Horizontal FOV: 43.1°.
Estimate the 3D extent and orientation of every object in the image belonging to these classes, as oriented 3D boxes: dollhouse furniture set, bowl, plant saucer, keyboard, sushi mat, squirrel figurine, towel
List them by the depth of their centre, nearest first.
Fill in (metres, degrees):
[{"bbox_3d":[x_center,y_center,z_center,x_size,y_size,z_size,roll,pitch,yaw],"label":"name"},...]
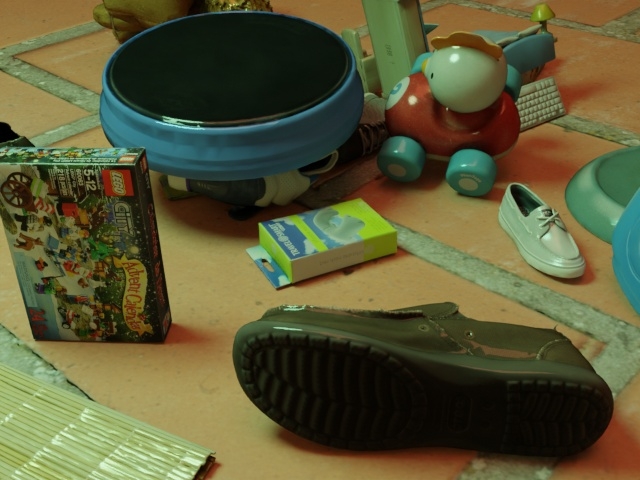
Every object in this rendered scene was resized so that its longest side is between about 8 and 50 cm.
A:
[{"bbox_3d":[-0.271,0.207,0.795,0.316,0.019,0.151,15,35,25],"label":"sushi mat"},{"bbox_3d":[0.518,-0.066,1.166,0.317,0.044,0.317,-1,32,0],"label":"plant saucer"},{"bbox_3d":[-0.130,-0.230,1.186,0.391,0.077,0.391,-1,39,1],"label":"bowl"},{"bbox_3d":[-0.218,-0.087,1.265,0.060,0.009,0.083,-14,34,-17],"label":"towel"},{"bbox_3d":[0.327,-0.220,1.397,0.256,0.072,0.014,-22,10,-29],"label":"keyboard"},{"bbox_3d":[0.227,-0.398,1.477,0.303,0.198,0.286,-24,27,-18],"label":"dollhouse furniture set"},{"bbox_3d":[-0.284,-0.526,1.690,0.397,0.281,0.370,2,20,-12],"label":"squirrel figurine"}]

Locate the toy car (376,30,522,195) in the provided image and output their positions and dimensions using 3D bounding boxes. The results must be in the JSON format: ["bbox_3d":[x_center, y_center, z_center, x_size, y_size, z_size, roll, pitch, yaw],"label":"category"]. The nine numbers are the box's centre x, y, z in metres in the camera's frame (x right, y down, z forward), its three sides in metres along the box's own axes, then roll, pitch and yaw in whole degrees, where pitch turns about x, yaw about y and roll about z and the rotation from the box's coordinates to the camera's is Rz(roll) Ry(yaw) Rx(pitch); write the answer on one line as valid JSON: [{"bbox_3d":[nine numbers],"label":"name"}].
[{"bbox_3d":[0.192,-0.229,1.190,0.210,0.238,0.219,13,60,17],"label":"toy car"}]

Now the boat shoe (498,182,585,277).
[{"bbox_3d":[0.295,-0.018,1.080,0.066,0.063,0.184,-6,32,-7],"label":"boat shoe"}]

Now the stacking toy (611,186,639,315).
[{"bbox_3d":[0.522,0.010,0.968,0.302,0.166,0.175,0,46,-17],"label":"stacking toy"}]

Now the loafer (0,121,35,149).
[{"bbox_3d":[-0.540,-0.169,1.345,0.220,0.078,0.080,19,38,30],"label":"loafer"}]

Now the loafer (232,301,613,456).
[{"bbox_3d":[0.095,0.130,0.814,0.366,0.134,0.130,10,29,0],"label":"loafer"}]

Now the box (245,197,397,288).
[{"bbox_3d":[0.000,0.000,1.087,0.178,0.042,0.109,-15,34,-22],"label":"box"}]

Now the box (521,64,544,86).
[{"bbox_3d":[0.366,-0.316,1.549,0.067,0.063,0.324,12,35,25],"label":"box"}]

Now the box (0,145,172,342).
[{"bbox_3d":[-0.262,0.009,0.906,0.159,0.233,0.044,1,31,5],"label":"box"}]

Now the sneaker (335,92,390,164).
[{"bbox_3d":[0.103,-0.183,1.335,0.132,0.086,0.229,12,34,17],"label":"sneaker"}]

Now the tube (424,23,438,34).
[{"bbox_3d":[0.168,-0.416,1.644,0.080,0.052,0.207,-7,5,-11],"label":"tube"}]

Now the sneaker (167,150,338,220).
[{"bbox_3d":[-0.088,-0.150,1.268,0.236,0.130,0.323,9,30,2],"label":"sneaker"}]
